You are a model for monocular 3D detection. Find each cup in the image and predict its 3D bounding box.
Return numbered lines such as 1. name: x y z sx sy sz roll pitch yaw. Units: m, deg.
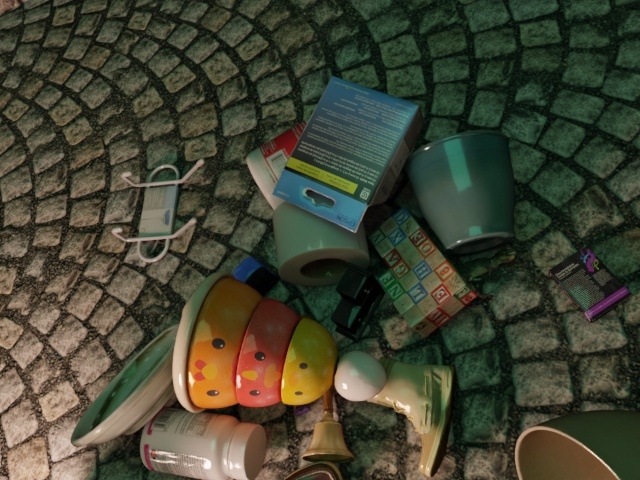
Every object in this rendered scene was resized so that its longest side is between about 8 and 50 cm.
1. cup: 0.595 0.471 1.240 0.237 0.331 0.331 -23 58 -24

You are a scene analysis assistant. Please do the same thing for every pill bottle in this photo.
1. pill bottle: 0.015 -0.245 1.771 0.408 0.229 0.229 -30 61 3
2. pill bottle: -0.291 0.515 1.565 0.283 0.160 0.160 2 67 19

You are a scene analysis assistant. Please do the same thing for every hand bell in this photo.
1. hand bell: 0.019 0.417 1.542 0.126 0.126 0.241 -8 59 15

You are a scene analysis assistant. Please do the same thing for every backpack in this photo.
1. backpack: -0.196 0.102 1.744 0.101 0.120 0.098 34 81 28

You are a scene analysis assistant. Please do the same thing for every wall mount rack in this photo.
1. wall mount rack: -0.485 -0.116 1.932 0.305 0.130 0.349 -5 66 16

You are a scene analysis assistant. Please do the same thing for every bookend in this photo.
1. bookend: 0.085 0.161 1.605 0.072 0.157 0.156 24 75 27

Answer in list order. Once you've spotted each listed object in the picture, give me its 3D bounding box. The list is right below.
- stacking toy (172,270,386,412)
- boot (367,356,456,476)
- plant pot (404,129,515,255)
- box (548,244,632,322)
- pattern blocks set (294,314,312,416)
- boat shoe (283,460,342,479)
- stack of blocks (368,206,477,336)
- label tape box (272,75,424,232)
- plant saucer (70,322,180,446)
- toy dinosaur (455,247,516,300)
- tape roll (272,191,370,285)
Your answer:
1. stacking toy: -0.078 0.276 1.491 0.481 0.350 0.350 9 69 12
2. boot: 0.206 0.413 1.486 0.204 0.095 0.261 6 67 20
3. plant pot: 0.372 -0.105 1.584 0.272 0.272 0.255 -14 73 12
4. box: 0.656 0.105 1.519 0.116 0.029 0.162 -33 62 0
5. pattern blocks set: -0.115 0.321 1.669 0.285 0.026 0.325 -40 64 -3
6. boat shoe: -0.100 0.642 1.451 0.342 0.123 0.123 -32 79 4
7. stack of blocks: 0.240 0.076 1.596 0.171 0.087 0.297 -41 50 11
8. label tape box: 0.072 -0.210 1.567 0.249 0.115 0.347 25 86 21
9. plant saucer: -0.468 0.391 1.623 0.400 0.400 0.100 -46 103 -6
10. toy dinosaur: 0.378 0.099 1.598 0.268 0.064 0.118 -15 59 16
11. tape roll: 0.000 0.000 1.657 0.246 0.246 0.169 -13 64 12
